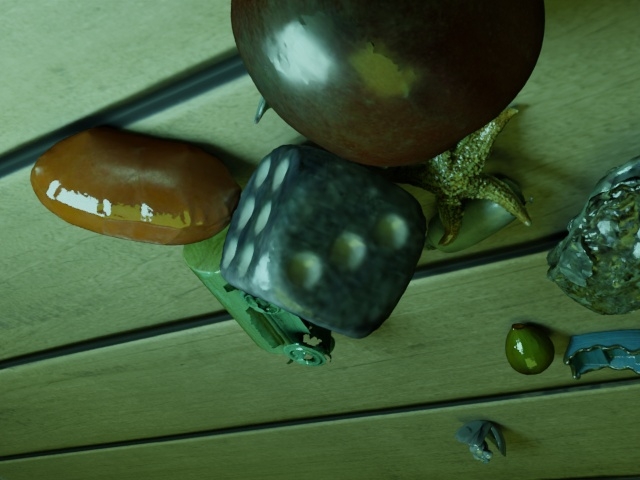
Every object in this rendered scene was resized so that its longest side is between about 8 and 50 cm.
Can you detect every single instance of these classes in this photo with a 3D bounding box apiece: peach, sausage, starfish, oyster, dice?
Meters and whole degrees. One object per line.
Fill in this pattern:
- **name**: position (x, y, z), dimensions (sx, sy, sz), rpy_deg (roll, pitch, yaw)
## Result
- **peach**: position (0.049, -0.184, 0.747), dimensions (0.252, 0.252, 0.252), rpy_deg (8, 148, 5)
- **sausage**: position (-0.229, -0.062, 1.122), dimensions (0.258, 0.133, 0.133), rpy_deg (11, 148, -2)
- **starfish**: position (0.167, -0.069, 1.032), dimensions (0.175, 0.053, 0.208), rpy_deg (27, 140, 4)
- **oyster**: position (0.368, -0.009, 1.039), dimensions (0.162, 0.158, 0.351), rpy_deg (58, 150, 5)
- **dice**: position (0.000, 0.000, 1.050), dimensions (0.183, 0.182, 0.181), rpy_deg (25, 175, -23)

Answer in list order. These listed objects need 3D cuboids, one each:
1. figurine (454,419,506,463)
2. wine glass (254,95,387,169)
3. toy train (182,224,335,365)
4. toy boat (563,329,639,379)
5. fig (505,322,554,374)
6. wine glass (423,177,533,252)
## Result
- **figurine**: position (0.312, 0.391, 1.728), dimensions (0.082, 0.094, 0.086), rpy_deg (-29, 108, -4)
- **wine glass**: position (0.009, -0.133, 0.991), dimensions (0.155, 0.073, 0.073), rpy_deg (17, 148, -7)
- **toy train**: position (-0.082, 0.088, 1.317), dimensions (0.189, 0.126, 0.307), rpy_deg (-3, 146, 22)
- **toy boat**: position (0.462, 0.181, 1.352), dimensions (0.185, 0.077, 0.075), rpy_deg (-7, 143, 27)
- **fig**: position (0.316, 0.163, 1.379), dimensions (0.074, 0.074, 0.088), rpy_deg (-14, 120, 34)
- **wine glass**: position (0.158, -0.007, 1.155), dimensions (0.074, 0.074, 0.262), rpy_deg (27, 143, -25)
